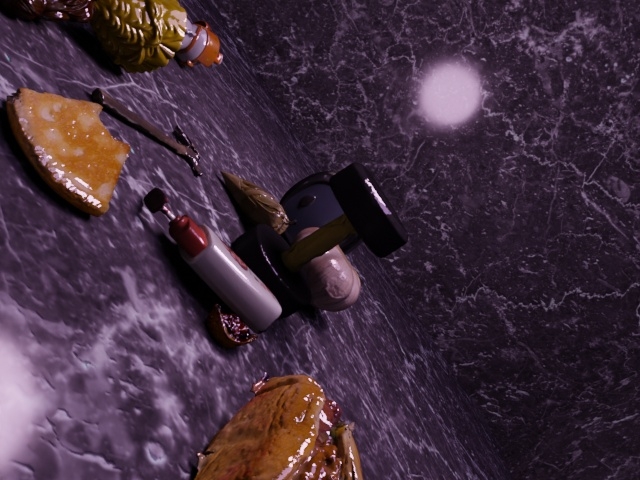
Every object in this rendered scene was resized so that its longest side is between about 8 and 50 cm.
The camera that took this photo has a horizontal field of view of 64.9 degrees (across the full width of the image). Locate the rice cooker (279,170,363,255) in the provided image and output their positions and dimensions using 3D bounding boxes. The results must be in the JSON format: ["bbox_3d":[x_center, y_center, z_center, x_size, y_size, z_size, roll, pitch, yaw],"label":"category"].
[{"bbox_3d":[0.005,-0.069,1.466,0.267,0.267,0.224,57,9,-5],"label":"rice cooker"}]

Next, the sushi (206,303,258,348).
[{"bbox_3d":[-0.140,0.142,0.797,0.099,0.047,0.050,45,20,-43],"label":"sushi"}]

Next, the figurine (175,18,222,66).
[{"bbox_3d":[-0.398,-0.582,1.471,0.271,0.143,0.143,-13,70,-57],"label":"figurine"}]

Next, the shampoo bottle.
[{"bbox_3d":[-0.182,0.028,0.842,0.284,0.071,0.153,52,-4,-21],"label":"shampoo bottle"}]

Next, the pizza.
[{"bbox_3d":[-0.348,-0.144,0.717,0.181,0.034,0.262,52,13,-26],"label":"pizza"}]

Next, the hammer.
[{"bbox_3d":[-0.333,-0.219,0.998,0.125,0.027,0.297,62,13,20],"label":"hammer"}]

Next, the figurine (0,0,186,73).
[{"bbox_3d":[-0.418,-0.430,0.899,0.188,0.167,0.315,16,5,25],"label":"figurine"}]

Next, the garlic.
[{"bbox_3d":[0.001,0.081,1.273,0.227,0.152,0.227,52,13,-17],"label":"garlic"}]

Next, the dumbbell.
[{"bbox_3d":[0.000,0.000,1.057,0.203,0.323,0.203,54,12,-17],"label":"dumbbell"}]

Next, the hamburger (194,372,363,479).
[{"bbox_3d":[-0.042,0.275,0.581,0.282,0.245,0.155,-35,101,-34],"label":"hamburger"}]

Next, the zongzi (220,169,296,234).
[{"bbox_3d":[-0.157,-0.091,1.192,0.178,0.081,0.189,44,-2,-28],"label":"zongzi"}]
